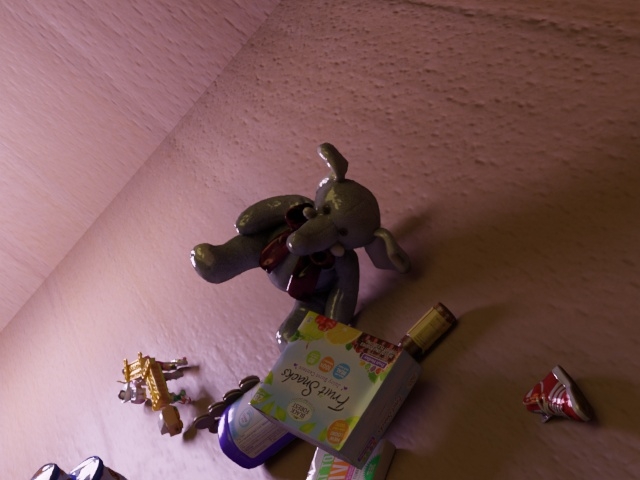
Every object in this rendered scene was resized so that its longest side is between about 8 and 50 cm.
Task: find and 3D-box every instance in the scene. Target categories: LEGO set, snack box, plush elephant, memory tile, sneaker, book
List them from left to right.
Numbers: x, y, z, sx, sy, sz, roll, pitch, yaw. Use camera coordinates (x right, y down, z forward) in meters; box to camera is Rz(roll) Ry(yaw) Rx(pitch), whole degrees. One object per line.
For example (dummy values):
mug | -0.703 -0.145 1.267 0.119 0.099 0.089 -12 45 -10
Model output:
LEGO set | -0.302 0.286 2.372 0.287 0.107 0.132 15 101 60
memory tile | -0.134 0.279 2.029 0.148 0.113 0.012 -39 53 21
plush elephant | 0.000 0.000 2.011 0.330 0.272 0.255 -35 -12 -29
snack box | 0.021 0.214 1.765 0.207 0.070 0.174 19 70 48
book | 0.038 0.338 1.734 0.144 0.035 0.096 -18 40 47
sneaker | 0.288 0.202 1.477 0.067 0.042 0.118 -41 17 9

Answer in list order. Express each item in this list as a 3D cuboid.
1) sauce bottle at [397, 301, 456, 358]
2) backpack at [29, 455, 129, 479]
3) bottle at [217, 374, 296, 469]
sauce bottle | 0.146 0.149 1.812 0.128 0.042 0.042 -45 24 10
backpack | -0.448 0.506 2.137 0.263 0.213 0.276 -48 18 -25
bottle | -0.040 0.247 1.927 0.283 0.092 0.118 -40 27 21
